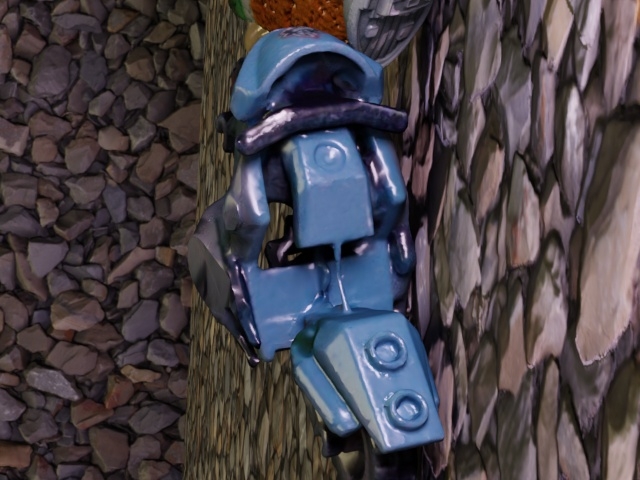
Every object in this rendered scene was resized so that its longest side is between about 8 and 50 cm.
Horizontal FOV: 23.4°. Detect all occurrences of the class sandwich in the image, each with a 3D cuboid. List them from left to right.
[{"bbox_3d":[-0.001,-0.252,1.474,0.159,0.079,0.235,45,158,7],"label":"sandwich"}]

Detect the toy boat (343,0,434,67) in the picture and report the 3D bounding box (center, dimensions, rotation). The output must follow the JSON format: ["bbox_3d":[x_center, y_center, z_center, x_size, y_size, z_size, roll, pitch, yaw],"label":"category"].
[{"bbox_3d":[0.067,-0.207,1.171,0.085,0.078,0.260,62,157,21],"label":"toy boat"}]

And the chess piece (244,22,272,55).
[{"bbox_3d":[-0.036,-0.226,1.725,0.139,0.124,0.307,-16,71,35],"label":"chess piece"}]

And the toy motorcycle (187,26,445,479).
[{"bbox_3d":[0.000,0.000,1.222,0.232,0.172,0.416,113,145,-58],"label":"toy motorcycle"}]
